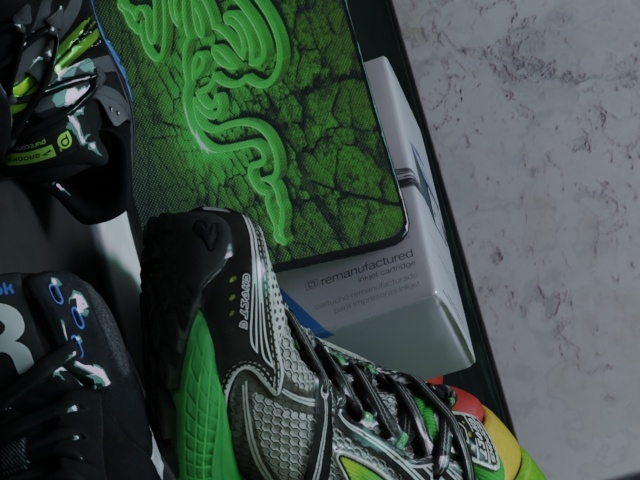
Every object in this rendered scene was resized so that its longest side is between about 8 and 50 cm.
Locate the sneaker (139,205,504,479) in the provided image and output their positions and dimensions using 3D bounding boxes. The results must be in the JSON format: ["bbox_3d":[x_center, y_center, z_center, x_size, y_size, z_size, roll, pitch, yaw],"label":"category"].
[{"bbox_3d":[0.007,0.091,0.810,0.343,0.146,0.134,61,14,-50],"label":"sneaker"}]

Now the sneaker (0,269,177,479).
[{"bbox_3d":[-0.095,0.070,0.488,0.217,0.079,0.121,-63,133,-89],"label":"sneaker"}]

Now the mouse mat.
[{"bbox_3d":[-0.042,-0.074,0.859,0.007,0.152,0.189,143,-68,-66],"label":"mouse mat"}]

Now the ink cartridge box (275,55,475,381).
[{"bbox_3d":[0.000,0.000,0.948,0.082,0.139,0.190,60,16,-49],"label":"ink cartridge box"}]

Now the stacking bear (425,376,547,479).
[{"bbox_3d":[0.063,0.162,1.020,0.289,0.175,0.164,63,13,-14],"label":"stacking bear"}]

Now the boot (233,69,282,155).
[{"bbox_3d":[-0.064,-0.095,0.918,0.059,0.084,0.158,58,16,-53],"label":"boot"}]

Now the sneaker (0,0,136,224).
[{"bbox_3d":[-0.111,-0.066,0.631,0.188,0.067,0.078,63,7,-61],"label":"sneaker"}]
